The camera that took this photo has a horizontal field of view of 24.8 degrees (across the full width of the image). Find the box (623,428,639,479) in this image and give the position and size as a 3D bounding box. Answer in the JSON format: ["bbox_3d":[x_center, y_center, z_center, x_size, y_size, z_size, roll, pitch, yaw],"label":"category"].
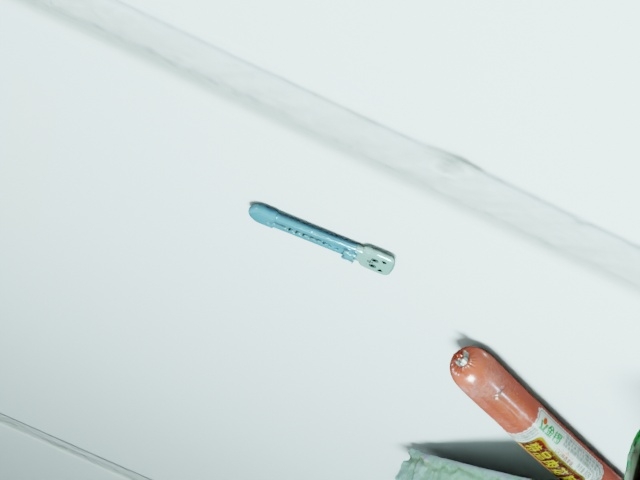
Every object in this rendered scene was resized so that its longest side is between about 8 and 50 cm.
[{"bbox_3d":[0.320,0.179,0.875,0.250,0.103,0.180,9,154,29],"label":"box"}]

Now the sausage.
[{"bbox_3d":[0.160,0.139,1.020,0.034,0.034,0.253,-2,148,44],"label":"sausage"}]

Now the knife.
[{"bbox_3d":[0.000,0.000,0.890,0.096,0.010,0.027,22,156,1],"label":"knife"}]

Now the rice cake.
[{"bbox_3d":[0.168,0.222,1.142,0.189,0.037,0.198,36,163,-32],"label":"rice cake"}]
